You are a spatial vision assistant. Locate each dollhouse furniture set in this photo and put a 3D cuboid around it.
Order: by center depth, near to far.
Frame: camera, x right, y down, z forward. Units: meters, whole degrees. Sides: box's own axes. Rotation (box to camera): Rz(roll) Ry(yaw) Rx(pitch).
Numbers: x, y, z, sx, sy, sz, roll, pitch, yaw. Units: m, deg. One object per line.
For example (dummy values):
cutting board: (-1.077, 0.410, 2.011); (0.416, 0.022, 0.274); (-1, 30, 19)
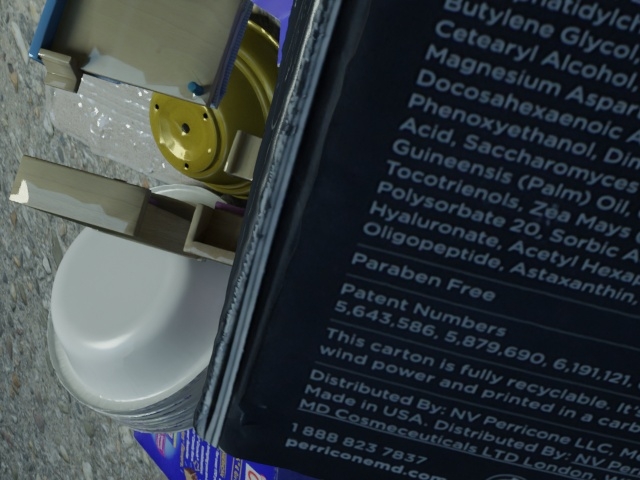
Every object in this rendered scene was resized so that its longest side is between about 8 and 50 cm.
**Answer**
dollhouse furniture set: (-0.124, -0.139, 1.323); (0.286, 0.198, 0.303); (16, 87, 16)

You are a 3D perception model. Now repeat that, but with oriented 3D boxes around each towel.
towel: (-0.227, -0.179, 1.592); (0.282, 0.049, 0.187); (24, 127, 26)

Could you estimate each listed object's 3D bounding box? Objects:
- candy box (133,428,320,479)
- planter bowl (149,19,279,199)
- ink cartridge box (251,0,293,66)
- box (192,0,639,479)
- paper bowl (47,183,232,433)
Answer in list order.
candy box: (-0.104, 0.228, 1.634); (0.317, 0.122, 0.268); (44, 138, 39)
planter bowl: (-0.121, -0.133, 1.435); (0.217, 0.090, 0.217); (18, 120, 34)
ink cartridge box: (0.006, -0.280, 1.165); (0.206, 0.045, 0.208); (-18, 62, 59)
box: (0.155, -0.191, 0.608); (0.472, 0.297, 0.480); (107, 175, -46)
paper bowl: (-0.193, 0.067, 1.511); (0.284, 0.284, 0.148); (41, -179, 40)
